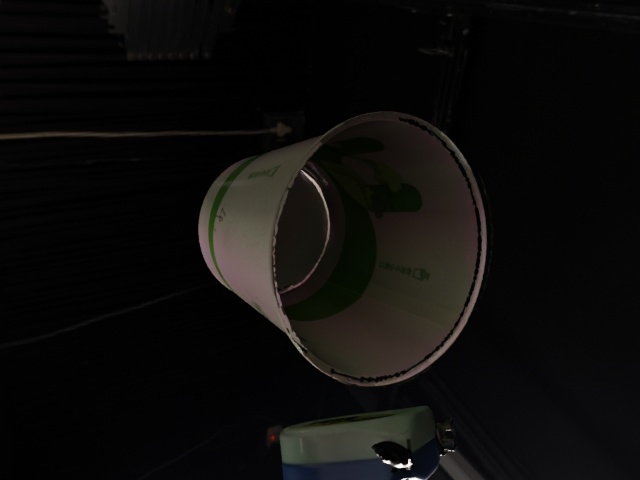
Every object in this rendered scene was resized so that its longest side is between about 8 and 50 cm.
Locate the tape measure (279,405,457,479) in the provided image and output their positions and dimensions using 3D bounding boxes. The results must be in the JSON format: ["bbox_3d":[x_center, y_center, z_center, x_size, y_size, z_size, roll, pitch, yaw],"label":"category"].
[{"bbox_3d":[0.034,0.265,0.666,0.215,0.351,0.098,-13,-108,18],"label":"tape measure"}]

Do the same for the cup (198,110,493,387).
[{"bbox_3d":[0.000,0.000,0.606,0.274,0.253,0.253,9,-73,57],"label":"cup"}]
